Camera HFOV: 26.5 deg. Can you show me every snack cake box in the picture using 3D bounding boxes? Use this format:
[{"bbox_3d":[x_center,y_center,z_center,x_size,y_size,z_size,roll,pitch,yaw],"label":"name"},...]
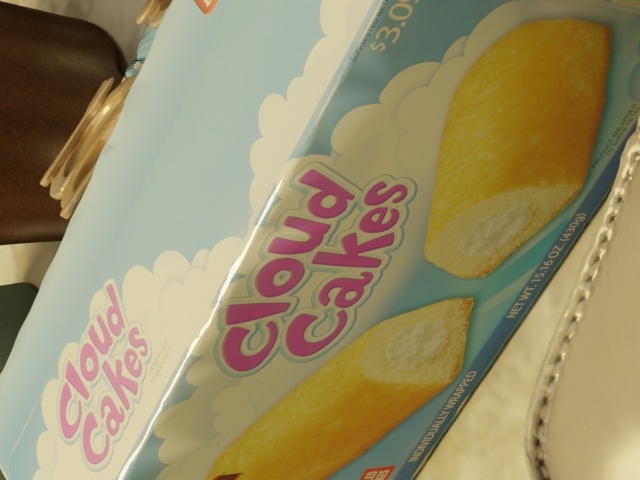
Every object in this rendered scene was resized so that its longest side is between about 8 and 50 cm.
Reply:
[{"bbox_3d":[0.000,0.000,0.491,0.089,0.152,0.264,53,126,35],"label":"snack cake box"}]

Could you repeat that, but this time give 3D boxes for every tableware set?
[{"bbox_3d":[-0.067,-0.070,0.548,0.141,0.020,0.169,-54,20,0],"label":"tableware set"}]

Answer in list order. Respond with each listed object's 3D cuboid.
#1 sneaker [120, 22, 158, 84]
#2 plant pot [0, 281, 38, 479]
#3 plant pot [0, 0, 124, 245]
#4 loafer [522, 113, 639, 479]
[{"bbox_3d":[-0.035,-0.084,0.603,0.162,0.063,0.073,18,99,47],"label":"sneaker"},{"bbox_3d":[-0.235,0.181,0.681,0.248,0.252,0.247,37,115,42],"label":"plant pot"},{"bbox_3d":[-0.199,-0.063,0.710,0.167,0.165,0.167,-2,88,50],"label":"plant pot"},{"bbox_3d":[0.133,-0.038,0.369,0.112,0.111,0.319,45,121,40],"label":"loafer"}]
